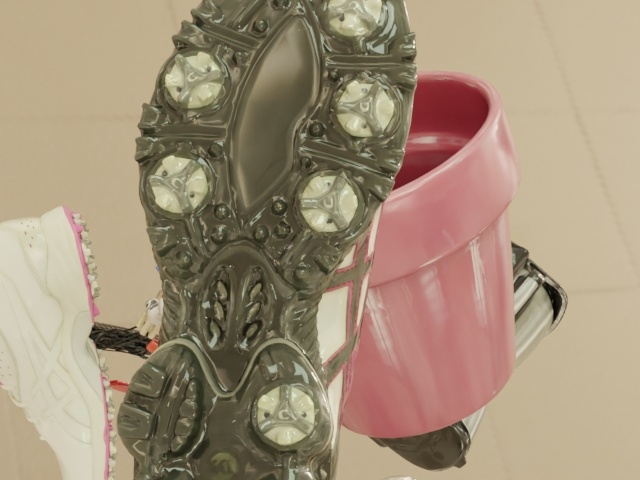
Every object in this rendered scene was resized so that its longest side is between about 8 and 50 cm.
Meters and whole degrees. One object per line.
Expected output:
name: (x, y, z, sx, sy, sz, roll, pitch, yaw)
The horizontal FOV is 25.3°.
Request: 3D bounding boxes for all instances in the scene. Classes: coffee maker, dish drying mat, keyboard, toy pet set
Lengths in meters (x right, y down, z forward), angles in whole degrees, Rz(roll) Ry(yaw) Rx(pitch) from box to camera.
coffee maker: (0.083, 0.073, 1.146, 0.171, 0.120, 0.178, 25, 48, 23)
dish drying mat: (-0.266, 0.203, 1.960, 0.083, 0.032, 0.008, 28, 57, -58)
keyboard: (-0.224, 0.096, 1.565, 0.100, 0.038, 0.192, 26, 7, 43)
toy pet set: (-0.082, 0.060, 1.116, 0.122, 0.065, 0.114, 29, 8, -31)

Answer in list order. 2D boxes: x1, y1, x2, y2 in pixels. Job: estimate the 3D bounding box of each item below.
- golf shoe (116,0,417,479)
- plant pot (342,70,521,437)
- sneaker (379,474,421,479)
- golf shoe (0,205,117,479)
golf shoe: (-0.025, 0.009, 0.600, 0.105, 0.120, 0.273, 11, 83, 5)
plant pot: (0.040, 0.015, 0.901, 0.201, 0.201, 0.180, -38, 120, -34)
sneaker: (-0.004, 0.281, 0.945, 0.107, 0.279, 0.118, 25, 12, 38)
golf shoe: (-0.277, 0.121, 1.407, 0.140, 0.115, 0.306, -9, 102, -11)
